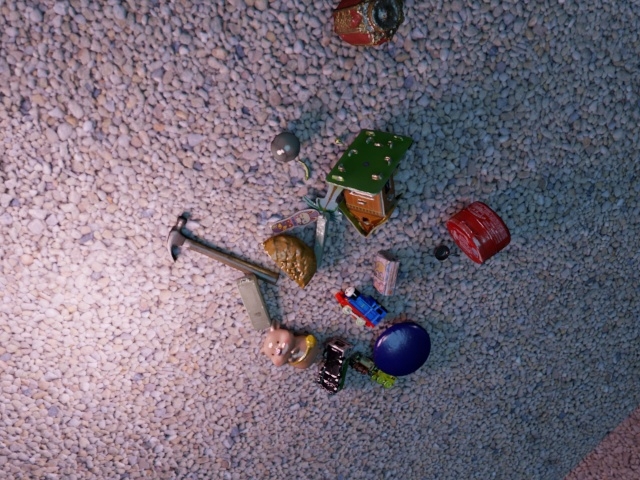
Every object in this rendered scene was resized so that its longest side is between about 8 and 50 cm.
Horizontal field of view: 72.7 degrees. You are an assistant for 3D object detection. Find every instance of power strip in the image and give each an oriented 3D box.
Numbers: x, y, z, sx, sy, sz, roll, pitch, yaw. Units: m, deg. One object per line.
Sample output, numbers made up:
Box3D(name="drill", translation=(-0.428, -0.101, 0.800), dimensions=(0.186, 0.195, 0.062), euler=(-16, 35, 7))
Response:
Box3D(name="power strip", translation=(-0.257, 0.242, 1.685), dimensions=(0.078, 0.052, 0.271), euler=(-15, 121, -2))

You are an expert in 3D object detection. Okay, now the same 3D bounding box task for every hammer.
Box3D(name="hammer", translation=(-0.357, 0.067, 1.630), dimensions=(0.440, 0.044, 0.168), euler=(24, 101, -19))

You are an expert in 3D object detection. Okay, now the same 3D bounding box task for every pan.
Box3D(name="pan", translation=(0.534, 0.054, 1.838), dimensions=(0.116, 0.023, 0.068), euler=(9, 105, -13))

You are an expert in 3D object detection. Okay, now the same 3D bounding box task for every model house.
Box3D(name="model house", translation=(0.142, -0.201, 1.615), dimensions=(0.300, 0.341, 0.323), euler=(-55, 149, -29))

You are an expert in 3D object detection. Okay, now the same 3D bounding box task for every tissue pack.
Box3D(name="tissue pack", translation=(0.263, 0.132, 1.755), dimensions=(0.065, 0.115, 0.154), euler=(2, 107, -16))

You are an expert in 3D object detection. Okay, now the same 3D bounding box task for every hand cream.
Box3D(name="hand cream", translation=(0.625, -0.034, 1.724), dimensions=(0.149, 0.230, 0.230), euler=(-38, 112, 1))

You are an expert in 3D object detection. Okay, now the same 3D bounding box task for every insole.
Box3D(name="insole", translation=(-0.098, -0.073, 1.644), dimensions=(0.197, 0.004, 0.065), euler=(-19, 118, 5))

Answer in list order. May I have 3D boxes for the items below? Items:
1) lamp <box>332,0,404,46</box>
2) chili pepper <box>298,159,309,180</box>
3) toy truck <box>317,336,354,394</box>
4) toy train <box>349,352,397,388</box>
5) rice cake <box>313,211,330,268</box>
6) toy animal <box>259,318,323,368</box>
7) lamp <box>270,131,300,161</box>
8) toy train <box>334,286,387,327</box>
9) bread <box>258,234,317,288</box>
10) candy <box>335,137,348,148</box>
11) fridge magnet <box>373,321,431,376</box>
Box3D(name="lamp", translation=(0.146, -0.698, 1.358), dimensions=(0.177, 0.274, 0.176), euler=(-9, 116, -18))
Box3D(name="chili pepper", translation=(-0.058, -0.259, 1.600), dimensions=(0.031, 0.017, 0.083), euler=(-17, 112, -5))
Box3D(name="toy truck", translation=(0.068, 0.540, 1.852), dimensions=(0.125, 0.101, 0.242), euler=(-17, 121, -55))
Box3D(name="toy train", translation=(0.230, 0.578, 1.937), dimensions=(0.250, 0.053, 0.085), euler=(35, 90, -21))
Box3D(name="rice cake", translation=(0.000, 0.000, 1.654), dimensions=(0.042, 0.045, 0.245), euler=(21, 126, 17))
Box3D(name="toy animal", translation=(-0.108, 0.440, 1.765), dimensions=(0.248, 0.149, 0.164), euler=(23, 86, -12))
Box3D(name="lamp", translation=(-0.122, -0.326, 1.517), dimensions=(0.105, 0.105, 0.105), euler=(-4, 109, -12))
Box3D(name="toy train", translation=(0.166, 0.270, 1.799), dimensions=(0.131, 0.082, 0.204), euler=(-45, 114, 5))
Box3D(name="bread", translation=(-0.109, 0.056, 1.641), dimensions=(0.139, 0.143, 0.229), euler=(-46, 116, -7))
Box3D(name="candy", translation=(0.088, -0.351, 1.601), dimensions=(0.083, 0.023, 0.025), euler=(30, 133, -26))
Box3D(name="fridge magnet", translation=(0.354, 0.471, 1.893), dimensions=(0.266, 0.112, 0.265), euler=(-4, 110, -11))
